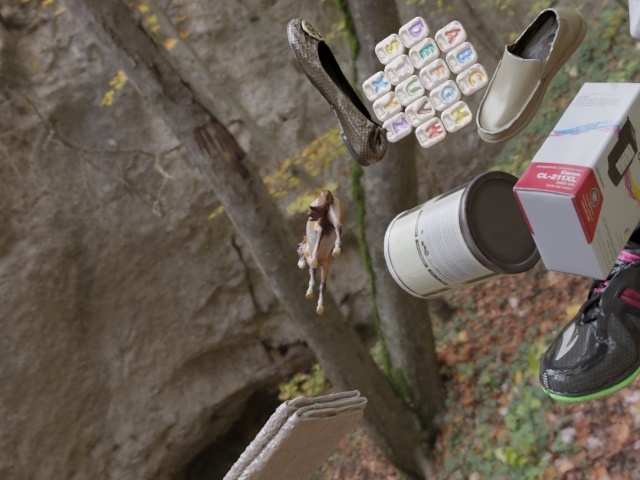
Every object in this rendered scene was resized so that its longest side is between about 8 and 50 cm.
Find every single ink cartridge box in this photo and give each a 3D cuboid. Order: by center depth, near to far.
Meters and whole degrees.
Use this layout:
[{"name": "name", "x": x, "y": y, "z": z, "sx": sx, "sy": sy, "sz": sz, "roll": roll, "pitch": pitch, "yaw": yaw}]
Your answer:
[{"name": "ink cartridge box", "x": 0.293, "y": -0.067, "z": 0.841, "sx": 0.072, "sy": 0.127, "sz": 0.175, "roll": 11, "pitch": 54, "yaw": 46}]

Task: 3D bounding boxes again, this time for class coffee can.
[{"name": "coffee can", "x": 0.285, "y": -0.004, "z": 1.592, "sx": 0.201, "sy": 0.202, "sz": 0.275, "roll": -28, "pitch": 1, "yaw": -32}]

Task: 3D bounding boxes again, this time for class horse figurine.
[{"name": "horse figurine", "x": 0.000, "y": 0.000, "z": 1.347, "sx": 0.066, "sy": 0.174, "sz": 0.263, "roll": 5, "pitch": -39, "yaw": -4}]

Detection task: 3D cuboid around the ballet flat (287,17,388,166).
[{"name": "ballet flat", "x": 0.029, "y": -0.226, "z": 1.156, "sx": 0.058, "sy": 0.250, "sz": 0.084, "roll": -33, "pitch": -10, "yaw": 32}]

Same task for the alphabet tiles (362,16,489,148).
[{"name": "alphabet tiles", "x": 0.238, "y": -0.365, "z": 1.825, "sx": 0.278, "sy": 0.284, "sz": 0.021, "roll": -29, "pitch": -11, "yaw": 26}]

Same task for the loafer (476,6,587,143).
[{"name": "loafer", "x": 0.351, "y": -0.295, "z": 1.375, "sx": 0.092, "sy": 0.102, "sz": 0.269, "roll": 17, "pitch": -70, "yaw": -45}]

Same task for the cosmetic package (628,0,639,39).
[{"name": "cosmetic package", "x": 0.629, "y": -0.432, "z": 0.977, "sx": 0.327, "sy": 0.393, "sz": 0.329, "roll": 98, "pitch": -174, "yaw": -50}]

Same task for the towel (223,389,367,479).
[{"name": "towel", "x": -0.058, "y": 0.337, "z": 1.217, "sx": 0.187, "sy": 0.049, "sz": 0.282, "roll": 7, "pitch": -54, "yaw": -51}]

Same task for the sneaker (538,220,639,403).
[{"name": "sneaker", "x": 0.547, "y": 0.088, "z": 1.447, "sx": 0.483, "sy": 0.202, "sz": 0.185, "roll": -49, "pitch": 28, "yaw": -12}]
